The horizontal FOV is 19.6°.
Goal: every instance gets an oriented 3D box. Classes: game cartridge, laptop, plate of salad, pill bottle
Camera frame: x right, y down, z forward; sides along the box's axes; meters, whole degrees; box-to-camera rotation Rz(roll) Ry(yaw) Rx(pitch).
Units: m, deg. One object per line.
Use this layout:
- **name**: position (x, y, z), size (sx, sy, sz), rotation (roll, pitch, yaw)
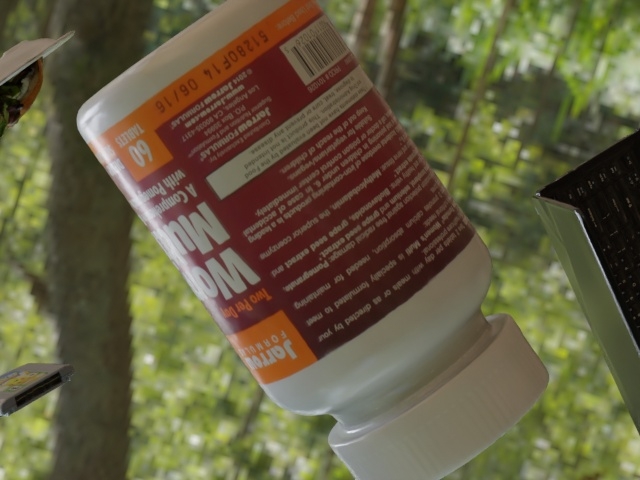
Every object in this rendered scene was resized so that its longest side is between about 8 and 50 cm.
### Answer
- **game cartridge**: position (-0.243, 0.118, 1.478), size (0.056, 0.017, 0.083), rotation (-6, -164, 39)
- **laptop**: position (0.257, 0.046, 1.273), size (0.264, 0.234, 0.137), rotation (-29, -172, -38)
- **plate of salad**: position (-0.232, -0.068, 1.182), size (0.048, 0.200, 0.200), rotation (55, 177, -9)
- **pill bottle**: position (0.000, 0.000, 0.832), size (0.221, 0.121, 0.121), rotation (55, 180, -6)
